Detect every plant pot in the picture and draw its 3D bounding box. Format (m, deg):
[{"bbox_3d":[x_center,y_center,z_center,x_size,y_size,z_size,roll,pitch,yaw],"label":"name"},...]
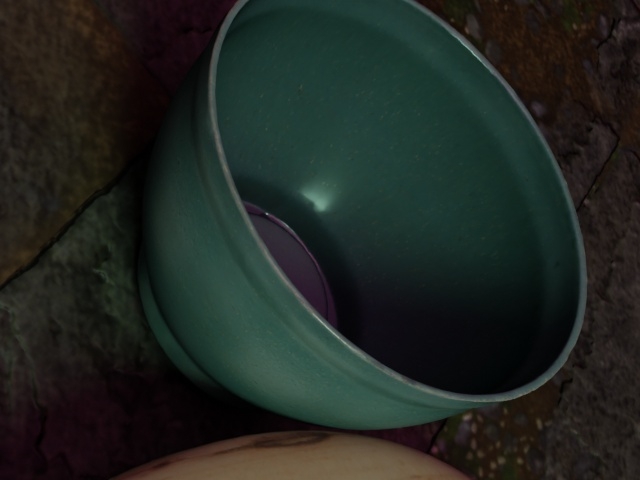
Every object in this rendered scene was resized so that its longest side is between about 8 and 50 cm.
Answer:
[{"bbox_3d":[0.000,0.000,0.760,0.293,0.196,0.293,22,51,-30],"label":"plant pot"}]

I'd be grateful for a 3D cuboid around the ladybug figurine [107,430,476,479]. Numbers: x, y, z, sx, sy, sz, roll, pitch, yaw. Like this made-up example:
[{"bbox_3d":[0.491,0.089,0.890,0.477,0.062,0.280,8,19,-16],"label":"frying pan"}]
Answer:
[{"bbox_3d":[-0.032,0.270,0.675,0.449,0.162,0.305,3,73,-37],"label":"ladybug figurine"}]
